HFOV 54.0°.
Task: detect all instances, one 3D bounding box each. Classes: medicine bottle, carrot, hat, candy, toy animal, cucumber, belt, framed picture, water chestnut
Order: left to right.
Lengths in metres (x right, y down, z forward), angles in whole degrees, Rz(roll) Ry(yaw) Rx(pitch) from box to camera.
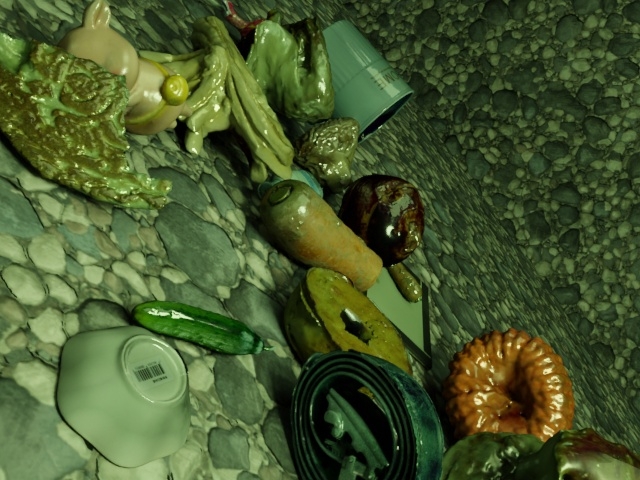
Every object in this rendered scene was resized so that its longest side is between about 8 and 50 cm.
[{"bbox_3d":[-0.323,-0.260,1.055,0.248,0.165,0.149,35,23,-44],"label":"toy animal"},{"bbox_3d":[-0.165,0.128,0.913,0.250,0.056,0.056,27,34,-39],"label":"cucumber"},{"bbox_3d":[-0.259,-0.639,1.774,0.365,0.124,0.124,39,26,-6],"label":"candy"},{"bbox_3d":[-0.067,-0.116,1.409,0.090,0.054,0.208,57,27,10],"label":"medicine bottle"},{"bbox_3d":[0.000,0.000,1.277,0.302,0.139,0.138,42,26,-30],"label":"carrot"},{"bbox_3d":[0.060,0.271,0.915,0.116,0.206,0.267,24,29,-50],"label":"belt"},{"bbox_3d":[0.132,-0.047,1.475,0.224,0.238,0.223,-3,95,-39],"label":"water chestnut"},{"bbox_3d":[0.179,0.049,1.579,0.049,0.049,0.254,5,49,-58],"label":"carrot"},{"bbox_3d":[0.182,0.128,1.544,0.265,0.016,0.347,43,26,-17],"label":"framed picture"},{"bbox_3d":[0.406,0.379,1.407,0.400,0.285,0.285,70,-4,-60],"label":"hat"}]

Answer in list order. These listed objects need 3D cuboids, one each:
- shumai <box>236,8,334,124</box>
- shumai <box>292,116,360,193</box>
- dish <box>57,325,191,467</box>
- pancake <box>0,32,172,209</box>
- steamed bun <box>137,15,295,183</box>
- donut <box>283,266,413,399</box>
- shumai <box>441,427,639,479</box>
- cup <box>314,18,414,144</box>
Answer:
[{"bbox_3d":[-0.129,-0.423,1.601,0.330,0.289,0.291,-147,-135,-80],"label":"shumai"},{"bbox_3d":[0.035,-0.209,1.601,0.206,0.166,0.175,-30,91,-40],"label":"shumai"},{"bbox_3d":[-0.215,0.169,0.755,0.191,0.066,0.190,39,27,-24],"label":"dish"},{"bbox_3d":[-0.364,-0.185,0.921,0.197,0.054,0.376,-41,96,-27],"label":"pancake"},{"bbox_3d":[-0.225,-0.299,1.290,0.428,0.189,0.247,62,4,21],"label":"steamed bun"},{"bbox_3d":[0.040,0.175,1.145,0.272,0.107,0.272,40,22,-20],"label":"donut"},{"bbox_3d":[0.392,0.458,0.989,0.324,0.323,0.397,-30,75,-41],"label":"shumai"},{"bbox_3d":[0.067,-0.471,1.955,0.311,0.331,0.257,51,-9,3],"label":"cup"}]
